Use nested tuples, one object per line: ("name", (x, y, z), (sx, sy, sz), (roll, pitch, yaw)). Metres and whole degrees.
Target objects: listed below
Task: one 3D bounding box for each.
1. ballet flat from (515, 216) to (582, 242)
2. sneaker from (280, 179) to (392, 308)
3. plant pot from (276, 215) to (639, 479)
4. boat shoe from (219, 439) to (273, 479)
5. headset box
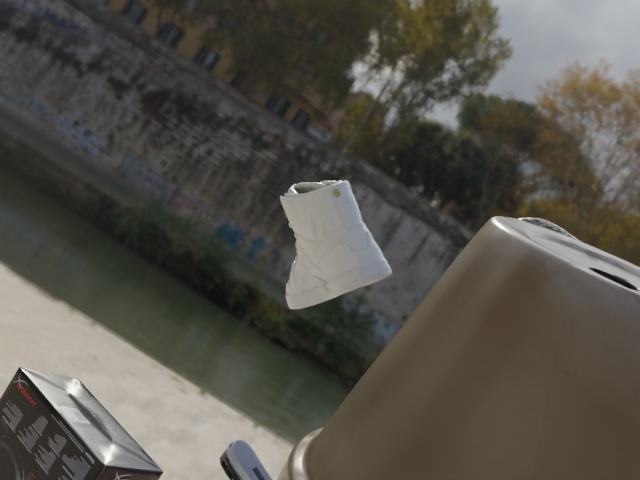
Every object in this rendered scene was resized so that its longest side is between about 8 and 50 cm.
("ballet flat", (0.316, 0.186, 1.084), (0.182, 0.164, 0.482), (-9, 68, -58))
("sneaker", (0.000, 0.000, 1.362), (0.169, 0.108, 0.292), (67, -23, 4))
("plant pot", (0.152, 0.146, 0.686), (0.323, 0.280, 0.323), (22, 12, -5))
("boat shoe", (-0.083, 0.326, 1.249), (0.049, 0.040, 0.142), (-8, 61, -52))
("headset box", (-0.366, 0.345, 1.227), (0.218, 0.293, 0.110), (34, 5, 37))
